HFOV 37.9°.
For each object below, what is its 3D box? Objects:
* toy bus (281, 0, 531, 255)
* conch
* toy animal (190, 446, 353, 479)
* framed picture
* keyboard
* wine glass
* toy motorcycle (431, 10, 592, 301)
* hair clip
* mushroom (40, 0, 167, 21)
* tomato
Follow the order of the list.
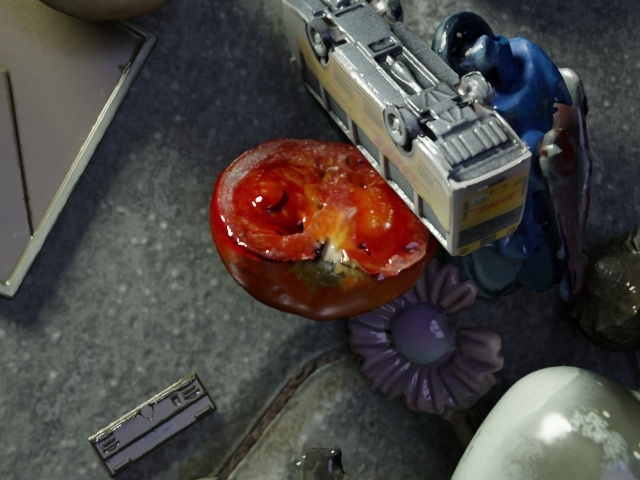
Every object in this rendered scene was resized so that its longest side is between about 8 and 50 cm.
[{"bbox_3d":[0.078,-0.139,0.934,0.097,0.138,0.342,-25,50,-14],"label":"toy bus"},{"bbox_3d":[0.371,0.066,1.098,0.207,0.130,0.155,37,77,-38],"label":"conch"},{"bbox_3d":[0.025,0.302,0.971,0.343,0.106,0.168,5,75,-15],"label":"toy animal"},{"bbox_3d":[-0.341,-0.133,0.942,0.240,0.020,0.324,28,78,-14],"label":"framed picture"},{"bbox_3d":[-0.174,0.191,0.971,0.129,0.015,0.049,-32,100,-18],"label":"keyboard"},{"bbox_3d":[0.295,0.201,0.910,0.323,0.238,0.238,-41,98,1],"label":"wine glass"},{"bbox_3d":[0.207,-0.089,1.061,0.182,0.241,0.319,-2,92,22],"label":"toy motorcycle"},{"bbox_3d":[0.139,0.162,1.016,0.300,0.173,0.069,61,32,-14],"label":"hair clip"},{"bbox_3d":[-0.206,-0.317,0.911,0.206,0.209,0.206,19,65,-49],"label":"mushroom"},{"bbox_3d":[0.000,0.000,0.967,0.233,0.140,0.200,10,44,-3],"label":"tomato"}]
